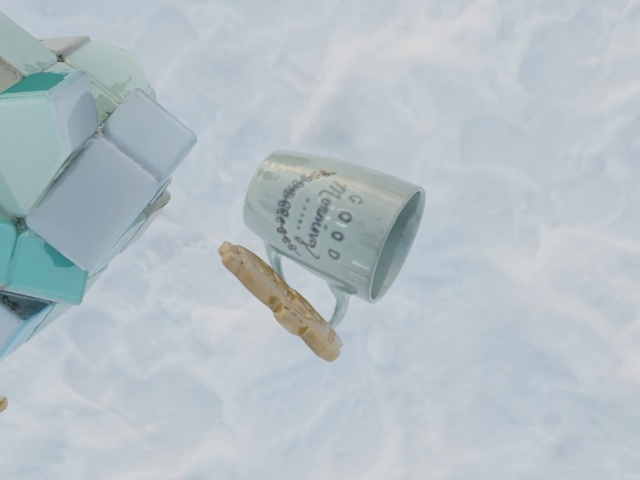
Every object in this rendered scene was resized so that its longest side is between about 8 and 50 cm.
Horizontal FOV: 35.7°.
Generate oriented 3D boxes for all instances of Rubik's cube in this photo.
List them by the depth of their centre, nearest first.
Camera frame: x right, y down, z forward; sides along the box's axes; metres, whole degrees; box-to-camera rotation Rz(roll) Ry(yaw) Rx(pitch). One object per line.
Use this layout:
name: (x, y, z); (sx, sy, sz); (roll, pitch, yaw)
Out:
Rubik's cube: (-0.227, -0.059, 0.737); (0.224, 0.265, 0.213); (42, 116, -2)

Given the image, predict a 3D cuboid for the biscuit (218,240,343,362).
biscuit: (-0.041, 0.069, 1.157); (0.027, 0.133, 0.184); (-46, 80, 9)

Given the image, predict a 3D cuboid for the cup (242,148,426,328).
cup: (0.000, 0.000, 1.485); (0.234, 0.186, 0.258); (22, 90, 17)

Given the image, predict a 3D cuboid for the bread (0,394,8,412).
bread: (-0.369, 0.177, 0.998); (0.110, 0.110, 0.024); (-16, 93, 4)
